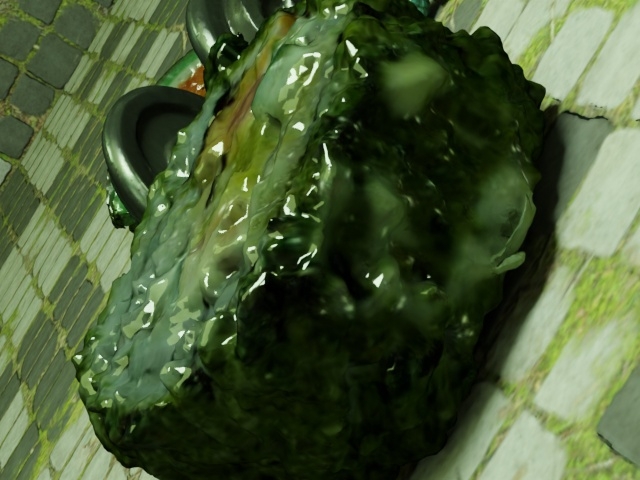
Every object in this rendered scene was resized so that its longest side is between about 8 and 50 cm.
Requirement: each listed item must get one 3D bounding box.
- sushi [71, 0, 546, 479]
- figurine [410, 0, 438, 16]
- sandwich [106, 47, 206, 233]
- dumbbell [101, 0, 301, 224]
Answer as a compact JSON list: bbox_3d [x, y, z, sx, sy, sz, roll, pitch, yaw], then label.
[{"bbox_3d":[0.000,0.000,1.049,0.294,0.178,0.351,-31,34,54],"label":"sushi"},{"bbox_3d":[0.086,-0.214,1.381,0.106,0.047,0.060,-54,9,24],"label":"figurine"},{"bbox_3d":[-0.101,-0.100,1.601,0.079,0.159,0.235,68,-147,-56],"label":"sandwich"},{"bbox_3d":[-0.063,-0.099,1.369,0.290,0.192,0.192,-48,21,31],"label":"dumbbell"}]
